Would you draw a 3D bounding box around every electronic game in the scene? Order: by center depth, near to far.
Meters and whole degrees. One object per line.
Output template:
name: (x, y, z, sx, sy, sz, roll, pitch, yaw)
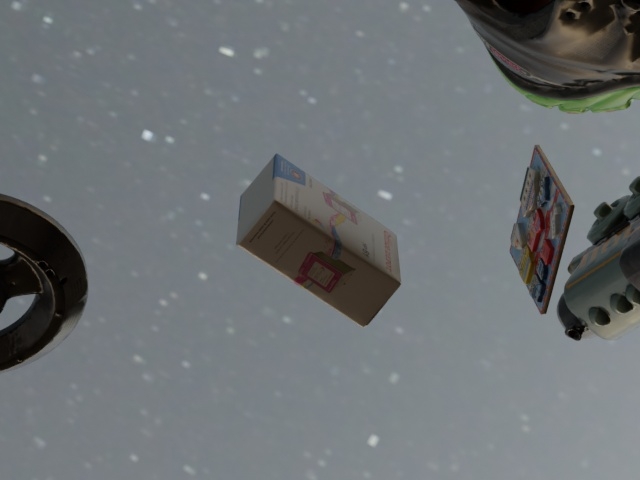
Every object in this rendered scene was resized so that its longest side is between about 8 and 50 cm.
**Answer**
electronic game: (-0.316, 0.041, 1.565, 0.229, 0.048, 0.229, -5, -45, -5)

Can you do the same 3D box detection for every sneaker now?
sneaker: (0.281, -0.213, 1.375, 0.202, 0.482, 0.185, 33, -120, -34)

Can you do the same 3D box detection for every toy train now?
toy train: (0.395, 0.013, 2.130, 0.142, 0.334, 0.190, 42, -120, -4)

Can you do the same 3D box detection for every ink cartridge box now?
ink cartridge box: (0.000, 0.000, 1.386, 0.122, 0.088, 0.052, 35, -68, -17)

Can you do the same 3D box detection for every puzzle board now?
puzzle board: (0.202, -0.010, 1.676, 0.011, 0.096, 0.128, -3, -51, -16)
